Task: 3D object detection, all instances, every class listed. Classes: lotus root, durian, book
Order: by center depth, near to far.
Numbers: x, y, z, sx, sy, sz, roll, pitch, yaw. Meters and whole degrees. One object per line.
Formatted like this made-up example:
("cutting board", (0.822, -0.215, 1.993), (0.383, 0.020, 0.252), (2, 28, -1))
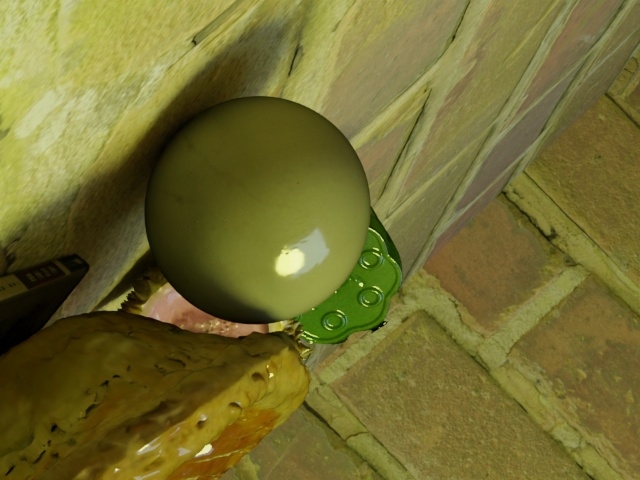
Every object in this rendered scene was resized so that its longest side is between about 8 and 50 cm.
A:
("book", (-0.286, 0.089, 1.452), (0.161, 0.026, 0.231), (-48, 172, 19))
("durian", (-0.105, 0.074, 1.797), (0.165, 0.182, 0.132), (28, 74, -73))
("lotus root", (0.000, 0.000, 2.052), (0.186, 0.186, 0.186), (-44, 172, -8))

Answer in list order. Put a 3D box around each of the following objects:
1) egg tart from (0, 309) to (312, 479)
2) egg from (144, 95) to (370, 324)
("egg tart", (-0.221, 0.185, 1.491), (0.443, 0.178, 0.443), (-35, 175, -3))
("egg", (-0.054, -0.023, 1.499), (0.186, 0.186, 0.242), (-43, -177, -17))
